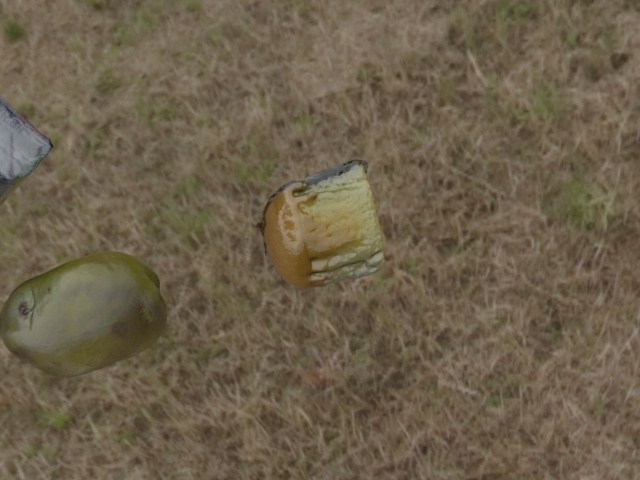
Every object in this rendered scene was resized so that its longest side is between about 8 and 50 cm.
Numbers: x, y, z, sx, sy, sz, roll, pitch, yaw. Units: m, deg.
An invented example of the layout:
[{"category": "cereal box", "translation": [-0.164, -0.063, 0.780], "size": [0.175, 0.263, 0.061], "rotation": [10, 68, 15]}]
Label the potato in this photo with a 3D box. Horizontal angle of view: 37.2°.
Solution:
[{"category": "potato", "translation": [-0.293, 0.094, 1.179], "size": [0.200, 0.154, 0.137], "rotation": [-20, 88, -3]}]

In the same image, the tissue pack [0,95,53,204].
[{"category": "tissue pack", "translation": [-0.611, -0.146, 1.477], "size": [0.288, 0.394, 0.124], "rotation": [44, 54, -13]}]

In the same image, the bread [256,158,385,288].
[{"category": "bread", "translation": [0.000, 0.000, 1.635], "size": [0.204, 0.262, 0.163], "rotation": [-14, 56, -6]}]
